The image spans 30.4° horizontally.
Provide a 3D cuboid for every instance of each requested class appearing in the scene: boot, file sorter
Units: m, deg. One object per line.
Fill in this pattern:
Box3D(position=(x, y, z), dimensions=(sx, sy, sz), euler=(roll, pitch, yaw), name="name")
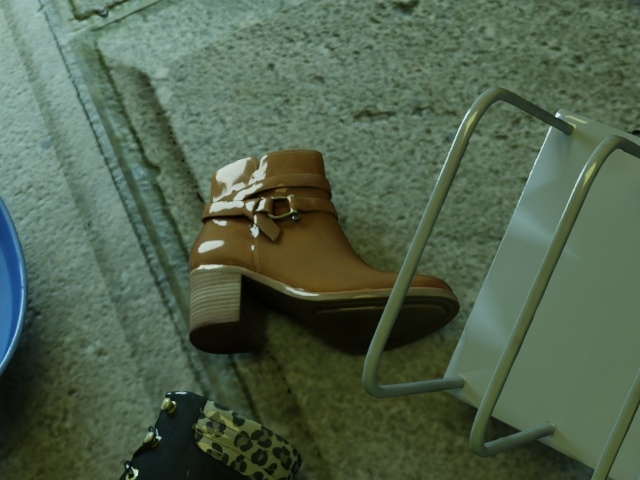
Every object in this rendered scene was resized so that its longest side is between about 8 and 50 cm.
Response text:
Box3D(position=(-0.141, 0.173, 0.744), dimensions=(0.236, 0.085, 0.178), euler=(22, 62, 4), name="boot")
Box3D(position=(0.193, 0.056, 0.615), dimensions=(0.277, 0.173, 0.193), euler=(25, 98, 26), name="file sorter")
Box3D(position=(0.000, 0.000, 0.843), dimensions=(0.197, 0.073, 0.152), euler=(-2, 54, 8), name="boot")

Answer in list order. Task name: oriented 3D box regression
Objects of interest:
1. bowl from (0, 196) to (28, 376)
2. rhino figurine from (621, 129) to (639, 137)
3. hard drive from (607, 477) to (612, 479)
Box3D(position=(-0.394, 0.008, 0.785), dimensions=(0.391, 0.077, 0.391), euler=(24, 36, -19), name="bowl")
Box3D(position=(0.283, -0.023, 0.733), dimensions=(0.243, 0.106, 0.073), euler=(26, 109, 26), name="rhino figurine")
Box3D(position=(0.335, 0.069, 0.742), dimensions=(0.203, 0.040, 0.307), euler=(23, 66, 24), name="hard drive")
